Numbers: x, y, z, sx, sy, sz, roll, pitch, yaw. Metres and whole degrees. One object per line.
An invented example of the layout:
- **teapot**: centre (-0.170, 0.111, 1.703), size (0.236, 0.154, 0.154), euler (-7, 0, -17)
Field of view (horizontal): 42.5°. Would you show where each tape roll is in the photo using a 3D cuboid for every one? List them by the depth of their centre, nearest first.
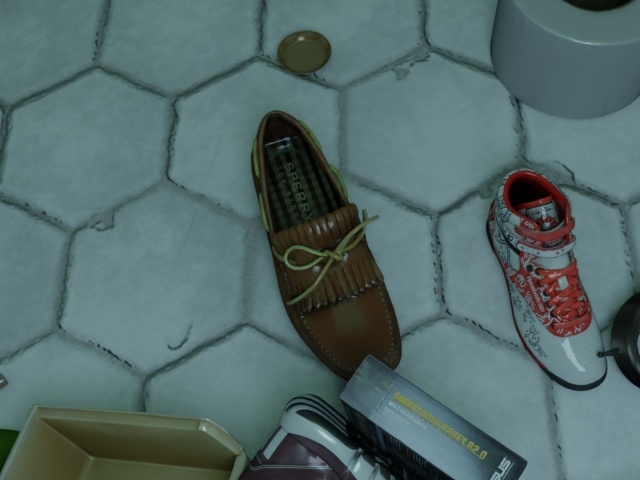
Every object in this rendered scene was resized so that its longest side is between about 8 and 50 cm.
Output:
- **tape roll**: centre (0.369, -0.317, 1.157), size (0.246, 0.169, 0.246), euler (-1, 64, 3)

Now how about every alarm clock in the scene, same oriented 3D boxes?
- **alarm clock**: centre (0.431, 0.106, 0.980), size (0.129, 0.064, 0.192), euler (44, 79, -2)

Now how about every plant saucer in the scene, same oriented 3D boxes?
- **plant saucer**: centre (-0.024, -0.284, 1.257), size (0.083, 0.015, 0.083), euler (-2, 64, 4)

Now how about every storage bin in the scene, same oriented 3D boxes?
- **storage bin**: centre (-0.223, 0.322, 0.853), size (0.260, 0.123, 0.262), euler (-3, 51, 27)

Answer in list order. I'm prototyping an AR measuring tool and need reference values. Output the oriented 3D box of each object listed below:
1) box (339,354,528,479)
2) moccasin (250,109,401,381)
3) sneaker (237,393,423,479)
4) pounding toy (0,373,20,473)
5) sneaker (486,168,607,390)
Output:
- **box**: centre (0.117, 0.221, 0.880), size (0.183, 0.231, 0.056), euler (33, 74, 19)
- **moccasin**: centre (0.003, -0.001, 1.043), size (0.139, 0.147, 0.380), euler (-14, 64, -3)
- **sneaker**: centre (0.033, 0.302, 0.850), size (0.281, 0.106, 0.162), euler (42, 94, 0)
- **pounding toy**: centre (-0.416, 0.279, 0.961), size (0.183, 0.110, 0.237), euler (-33, 66, -12)
- **sneaker**: centre (0.277, 0.042, 1.002), size (0.090, 0.145, 0.270), euler (-16, 64, -4)
